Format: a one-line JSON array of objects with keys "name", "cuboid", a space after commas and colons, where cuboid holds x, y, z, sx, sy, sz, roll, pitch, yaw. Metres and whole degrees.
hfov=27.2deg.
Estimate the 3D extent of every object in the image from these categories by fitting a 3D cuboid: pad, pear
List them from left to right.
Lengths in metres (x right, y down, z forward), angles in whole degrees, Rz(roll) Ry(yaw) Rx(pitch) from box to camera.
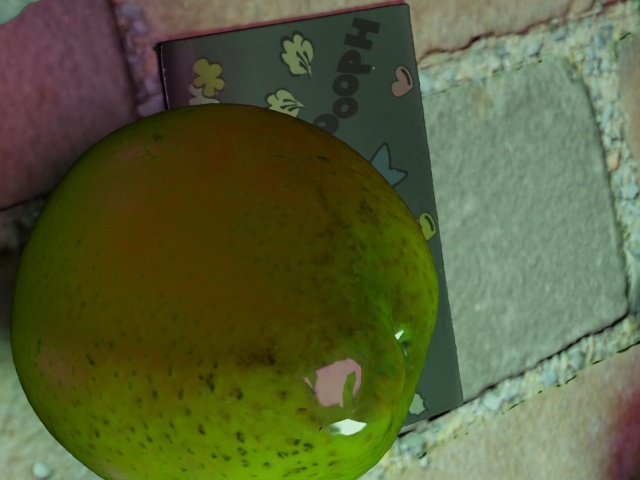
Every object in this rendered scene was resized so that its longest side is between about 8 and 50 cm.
[{"name": "pear", "cuboid": [-0.037, 0.032, 0.587, 0.187, 0.220, 0.187, -4, 97, -36]}, {"name": "pad", "cuboid": [0.000, 0.000, 0.738, 0.170, 0.006, 0.245, -14, 102, -31]}]

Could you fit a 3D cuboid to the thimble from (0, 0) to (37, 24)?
[{"name": "thimble", "cuboid": [-0.150, -0.161, 0.539, 0.127, 0.151, 0.118, -48, 118, -8]}]
